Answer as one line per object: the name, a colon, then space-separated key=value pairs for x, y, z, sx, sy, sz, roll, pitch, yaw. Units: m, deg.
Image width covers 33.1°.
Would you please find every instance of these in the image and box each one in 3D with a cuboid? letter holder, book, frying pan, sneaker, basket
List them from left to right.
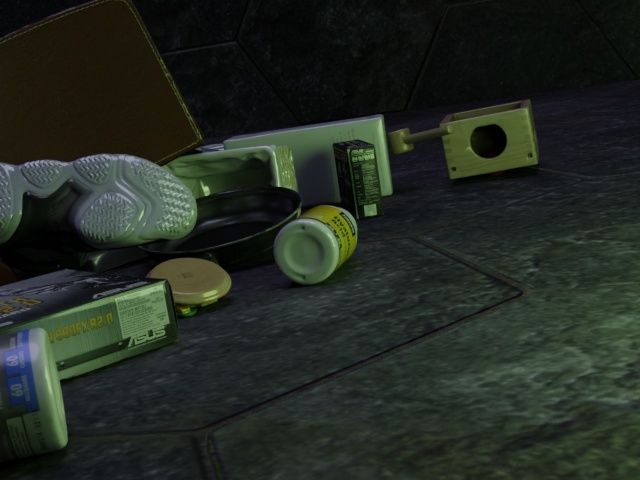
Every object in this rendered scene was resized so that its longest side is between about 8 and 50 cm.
letter holder: x=-0.329 y=-0.147 z=1.310 sx=0.302 sy=0.214 sz=0.152 roll=-29 pitch=13 yaw=-8
sneaker: x=-0.253 y=-0.018 z=1.170 sx=0.269 sy=0.101 sz=0.153 roll=2 pitch=-23 yaw=9
book: x=-0.275 y=0.013 z=1.357 sx=0.096 sy=0.035 sz=0.144 roll=-21 pitch=16 yaw=-35
frying pan: x=-0.099 y=0.003 z=1.181 sx=0.197 sy=0.053 sz=0.326 roll=-16 pitch=21 yaw=-9
basket: x=-0.115 y=-0.062 z=1.402 sx=0.167 sy=0.113 sz=0.103 roll=-6 pitch=6 yaw=17

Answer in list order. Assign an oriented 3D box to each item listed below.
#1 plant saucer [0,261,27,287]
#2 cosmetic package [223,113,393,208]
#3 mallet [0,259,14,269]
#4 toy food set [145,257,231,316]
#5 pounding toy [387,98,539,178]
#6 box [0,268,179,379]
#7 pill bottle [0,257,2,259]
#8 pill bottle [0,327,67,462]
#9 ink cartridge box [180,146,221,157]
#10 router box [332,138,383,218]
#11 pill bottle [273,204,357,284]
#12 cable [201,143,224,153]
plant saucer: x=-0.483 y=-0.013 z=1.157 sx=0.259 sy=0.047 sz=0.258 roll=17 pitch=-17 yaw=20
cosmetic package: x=-0.016 y=-0.109 z=1.560 sx=0.231 sy=0.117 sz=0.085 roll=-7 pitch=9 yaw=4
mallet: x=-0.377 y=0.039 z=1.306 sx=0.190 sy=0.062 sz=0.039 roll=-21 pitch=4 yaw=19
toy food set: x=-0.126 y=0.041 z=1.010 sx=0.082 sy=0.020 sz=0.083 roll=-20 pitch=36 yaw=-39
pounding toy: x=0.205 y=-0.131 z=1.552 sx=0.206 sy=0.094 sz=0.181 roll=-10 pitch=11 yaw=14
box: x=-0.261 y=0.080 z=0.881 sx=0.231 sy=0.056 sz=0.183 roll=-17 pitch=13 yaw=-38
pill bottle: x=-0.385 y=-0.054 z=1.519 sx=0.131 sy=0.131 sz=0.229 roll=-4 pitch=7 yaw=28
pill bottle: x=-0.229 y=0.103 z=0.655 sx=0.137 sy=0.078 sz=0.078 roll=-11 pitch=10 yaw=-11
ink cartridge box: x=-0.308 y=-0.143 z=1.562 sx=0.333 sy=0.065 sz=0.165 roll=15 pitch=5 yaw=12
router box: x=0.049 y=-0.083 z=1.416 sx=0.038 sy=0.092 sz=0.122 roll=-10 pitch=10 yaw=-7
pill bottle: x=0.000 y=0.000 z=1.070 sx=0.065 sy=0.065 sz=0.116 roll=-6 pitch=11 yaw=17
cable: x=-0.160 y=-0.106 z=1.753 sx=0.257 sy=0.089 sz=0.257 roll=-14 pitch=12 yaw=-20
